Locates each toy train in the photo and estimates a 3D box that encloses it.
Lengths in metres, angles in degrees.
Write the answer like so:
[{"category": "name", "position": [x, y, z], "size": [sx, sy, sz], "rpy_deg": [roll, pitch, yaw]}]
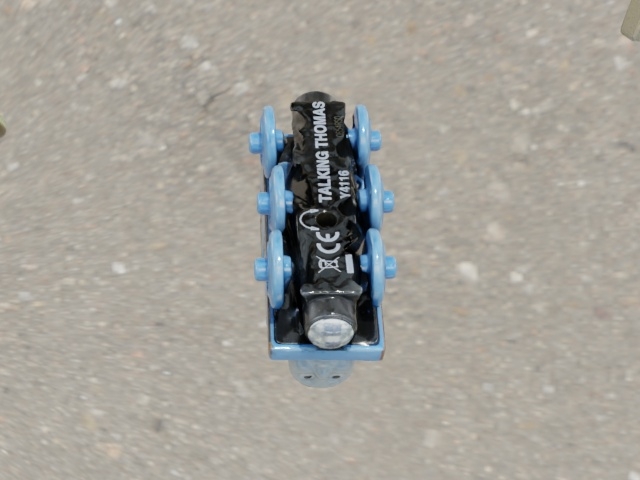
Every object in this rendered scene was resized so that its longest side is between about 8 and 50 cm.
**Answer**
[{"category": "toy train", "position": [0.000, 0.000, 0.915], "size": [0.080, 0.105, 0.184], "rpy_deg": [-1, 48, -4]}]

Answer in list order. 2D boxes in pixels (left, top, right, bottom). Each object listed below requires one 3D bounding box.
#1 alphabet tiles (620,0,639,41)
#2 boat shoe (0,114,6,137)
[{"category": "alphabet tiles", "position": [0.270, -0.172, 0.742], "size": [0.342, 0.011, 0.285], "rpy_deg": [-7, 123, -43]}, {"category": "boat shoe", "position": [-0.259, -0.108, 1.039], "size": [0.153, 0.056, 0.048], "rpy_deg": [33, 46, -49]}]
